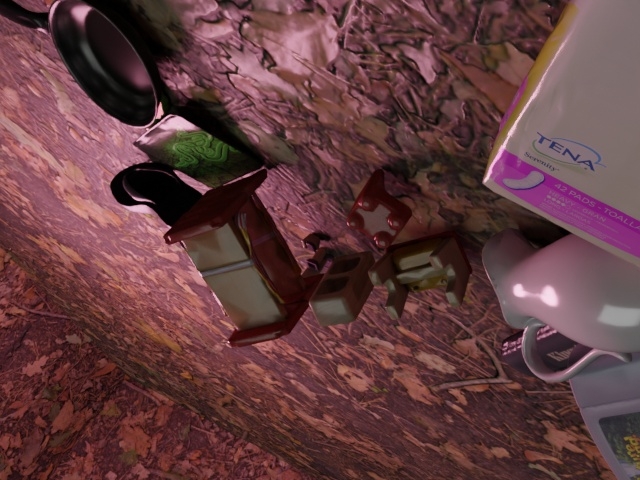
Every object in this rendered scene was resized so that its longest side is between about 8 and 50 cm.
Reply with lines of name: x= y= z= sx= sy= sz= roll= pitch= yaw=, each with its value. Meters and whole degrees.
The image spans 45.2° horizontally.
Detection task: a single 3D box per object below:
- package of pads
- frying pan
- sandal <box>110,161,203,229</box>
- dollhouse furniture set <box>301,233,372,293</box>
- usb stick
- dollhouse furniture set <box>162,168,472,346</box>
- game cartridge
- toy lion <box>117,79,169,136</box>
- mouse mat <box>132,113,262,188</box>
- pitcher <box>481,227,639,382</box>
package of pads: x=0.265 y=-0.094 z=0.566 sx=0.229 sy=0.101 sz=0.296 roll=30 pitch=155 yaw=7
frying pan: x=-0.333 y=-0.257 z=1.063 sx=0.326 sy=0.053 sz=0.197 roll=20 pitch=143 yaw=35
sandal: x=-0.261 y=-0.083 z=1.231 sx=0.255 sy=0.097 sz=0.054 roll=22 pitch=155 yaw=45
dollhouse furniture set: x=0.016 y=0.060 z=1.182 sx=0.114 sy=0.081 sz=0.091 roll=22 pitch=153 yaw=26
usb stick: x=0.315 y=0.122 z=0.964 sx=0.077 sy=0.045 sz=0.278 roll=35 pitch=155 yaw=0
dollhouse furniture set: x=0.000 y=0.000 z=1.039 sx=0.374 sy=0.152 sz=0.201 roll=-15 pitch=114 yaw=30
game cartridge: x=0.405 y=0.224 z=0.830 sx=0.294 sy=0.060 sz=0.196 roll=56 pitch=142 yaw=-4
toy lion: x=-0.262 y=-0.204 z=1.117 sx=0.100 sy=0.034 sz=0.096 roll=27 pitch=148 yaw=17
mouse mat: x=-0.186 y=-0.128 z=1.139 sx=0.153 sy=0.007 sz=0.190 roll=28 pitch=158 yaw=-24
pitcher: x=0.278 y=0.071 z=0.791 sx=0.207 sy=0.126 sz=0.177 roll=-1 pitch=108 yaw=57
